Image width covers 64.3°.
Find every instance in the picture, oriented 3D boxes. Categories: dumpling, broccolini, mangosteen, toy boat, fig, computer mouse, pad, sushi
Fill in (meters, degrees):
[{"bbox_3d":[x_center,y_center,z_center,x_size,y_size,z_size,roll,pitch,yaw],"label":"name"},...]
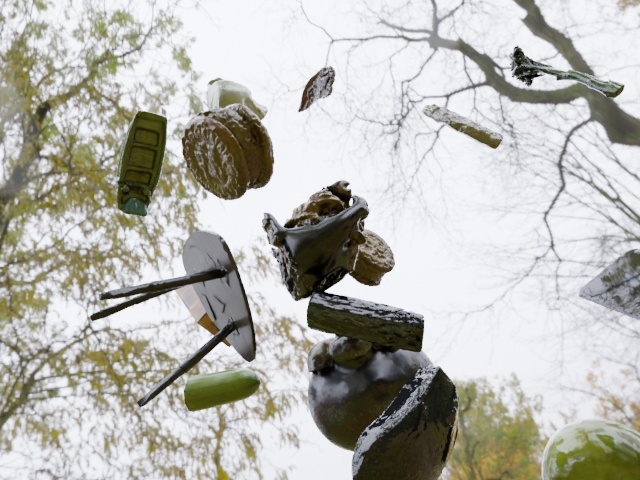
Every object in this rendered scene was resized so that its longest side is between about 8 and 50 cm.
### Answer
[{"bbox_3d":[-0.186,-0.305,1.155,0.134,0.169,0.100,7,-73,-29],"label":"dumpling"},{"bbox_3d":[0.447,-0.309,0.966,0.071,0.254,0.057,19,-69,-34],"label":"broccolini"},{"bbox_3d":[0.121,0.332,1.175,0.330,0.330,0.330,-13,-42,-12],"label":"mangosteen"},{"bbox_3d":[-0.483,-0.207,1.368,0.111,0.084,0.276,9,-82,-30],"label":"toy boat"},{"bbox_3d":[0.639,0.523,1.122,0.258,0.258,0.326,-43,-34,21],"label":"fig"},{"bbox_3d":[0.124,0.258,0.659,0.217,0.073,0.122,-33,-66,-44],"label":"computer mouse"},{"bbox_3d":[0.710,0.049,1.016,0.323,0.250,0.055,-22,-85,1],"label":"pad"},{"bbox_3d":[-0.003,-0.006,1.072,0.204,0.200,0.213,-22,-28,-20],"label":"sushi"}]

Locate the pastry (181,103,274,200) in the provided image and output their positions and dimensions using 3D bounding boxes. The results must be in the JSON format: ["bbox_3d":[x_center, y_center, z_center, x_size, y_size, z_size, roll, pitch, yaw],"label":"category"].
[{"bbox_3d":[-0.098,-0.092,0.537,0.057,0.109,0.097,-33,-75,-37],"label":"pastry"}]

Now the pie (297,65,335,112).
[{"bbox_3d":[-0.002,-0.331,1.082,0.033,0.191,0.088,32,-59,4],"label":"pie"}]

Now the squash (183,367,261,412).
[{"bbox_3d":[-0.240,0.373,1.291,0.188,0.095,0.095,-11,-41,4],"label":"squash"}]

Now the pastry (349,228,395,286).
[{"bbox_3d":[0.153,0.054,1.678,0.188,0.189,0.103,14,-48,-35],"label":"pastry"}]

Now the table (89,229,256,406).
[{"bbox_3d":[-0.307,0.168,1.054,0.249,0.317,0.317,-25,-36,-31],"label":"table"}]

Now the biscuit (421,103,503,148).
[{"bbox_3d":[0.251,-0.218,0.941,0.133,0.250,0.032,25,-71,-1],"label":"biscuit"}]

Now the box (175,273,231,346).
[{"bbox_3d":[-0.350,0.212,1.570,0.070,0.237,0.152,-45,-50,-6],"label":"box"}]

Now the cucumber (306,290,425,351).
[{"bbox_3d":[0.083,0.141,0.922,0.211,0.078,0.062,8,-28,16],"label":"cucumber"}]
